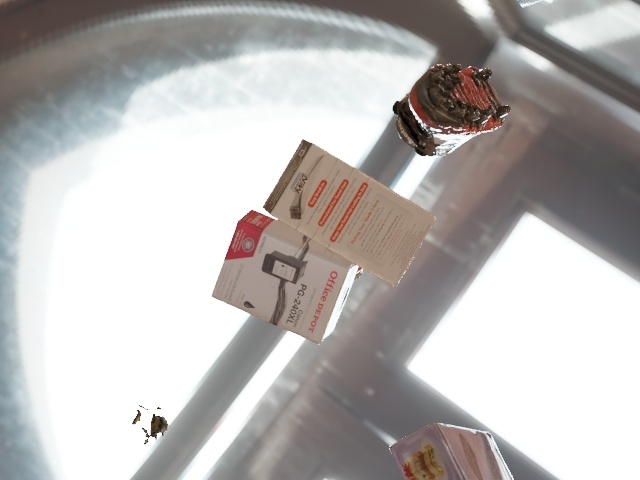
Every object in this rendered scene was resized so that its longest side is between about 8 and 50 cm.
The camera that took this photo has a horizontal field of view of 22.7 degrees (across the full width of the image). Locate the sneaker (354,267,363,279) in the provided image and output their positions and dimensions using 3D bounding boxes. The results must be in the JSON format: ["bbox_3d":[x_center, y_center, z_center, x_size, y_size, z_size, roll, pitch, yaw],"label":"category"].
[{"bbox_3d":[0.000,0.000,2.440,0.057,0.161,0.075,-63,-1,-29],"label":"sneaker"}]

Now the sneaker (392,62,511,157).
[{"bbox_3d":[0.150,-0.160,2.028,0.135,0.098,0.276,-27,-4,18],"label":"sneaker"}]

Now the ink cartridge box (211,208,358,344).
[{"bbox_3d":[-0.042,0.044,1.937,0.063,0.150,0.109,-44,-24,-71],"label":"ink cartridge box"}]

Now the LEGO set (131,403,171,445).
[{"bbox_3d":[-0.226,0.248,2.159,0.023,0.083,0.054,25,-75,-35],"label":"LEGO set"}]

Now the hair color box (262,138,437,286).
[{"bbox_3d":[0.032,-0.031,1.752,0.167,0.053,0.093,31,-88,-17],"label":"hair color box"}]

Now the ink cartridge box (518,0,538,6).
[{"bbox_3d":[0.281,-0.349,1.856,0.143,0.092,0.090,-19,-16,16],"label":"ink cartridge box"}]

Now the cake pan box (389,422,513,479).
[{"bbox_3d":[0.191,0.331,1.736,0.070,0.267,0.245,-31,-16,14],"label":"cake pan box"}]
